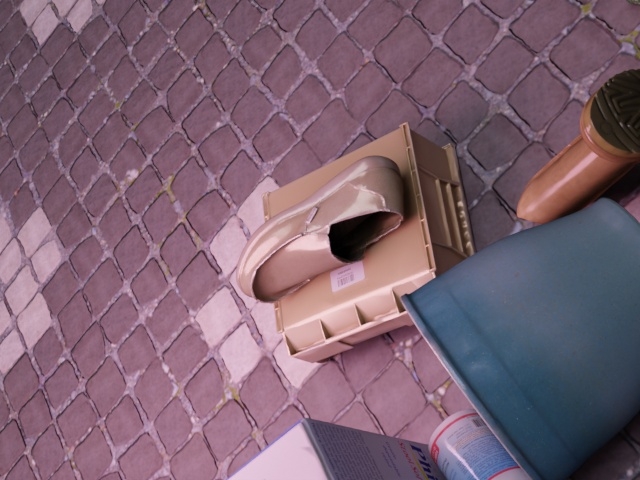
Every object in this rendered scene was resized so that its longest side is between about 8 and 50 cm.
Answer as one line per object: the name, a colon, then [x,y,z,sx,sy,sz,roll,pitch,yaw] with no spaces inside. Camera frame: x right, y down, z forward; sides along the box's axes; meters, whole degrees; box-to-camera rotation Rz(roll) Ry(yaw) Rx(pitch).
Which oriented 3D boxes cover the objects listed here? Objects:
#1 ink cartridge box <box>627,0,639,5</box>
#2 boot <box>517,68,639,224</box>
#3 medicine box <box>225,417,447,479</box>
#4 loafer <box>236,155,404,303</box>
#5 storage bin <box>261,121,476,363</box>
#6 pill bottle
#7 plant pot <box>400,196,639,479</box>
ink cartridge box: [0.477,-0.344,1.268,0.208,0.087,0.153,33,95,42]
boot: [0.303,-0.087,1.164,0.089,0.236,0.269,58,145,11]
medicine box: [0.001,0.359,1.248,0.263,0.289,0.149,-41,54,19]
loafer: [0.000,0.000,1.350,0.268,0.102,0.092,-41,47,19]
storage bin: [0.066,0.013,1.442,0.262,0.123,0.260,-24,60,30]
pill bottle: [0.200,0.281,1.239,0.087,0.087,0.160,-50,41,12]
plant pot: [0.271,0.098,1.166,0.255,0.271,0.271,-37,52,5]
